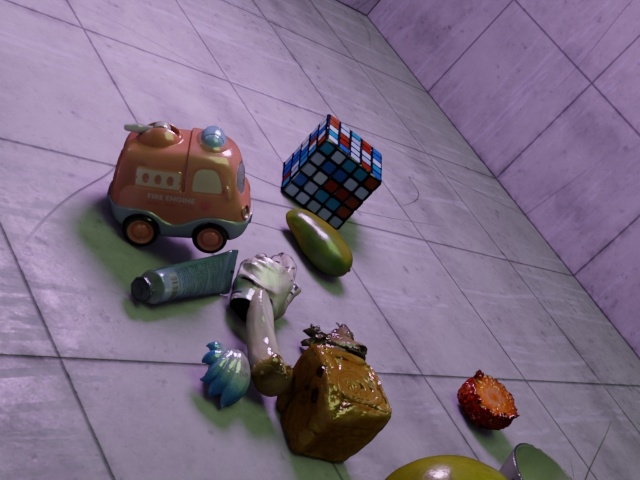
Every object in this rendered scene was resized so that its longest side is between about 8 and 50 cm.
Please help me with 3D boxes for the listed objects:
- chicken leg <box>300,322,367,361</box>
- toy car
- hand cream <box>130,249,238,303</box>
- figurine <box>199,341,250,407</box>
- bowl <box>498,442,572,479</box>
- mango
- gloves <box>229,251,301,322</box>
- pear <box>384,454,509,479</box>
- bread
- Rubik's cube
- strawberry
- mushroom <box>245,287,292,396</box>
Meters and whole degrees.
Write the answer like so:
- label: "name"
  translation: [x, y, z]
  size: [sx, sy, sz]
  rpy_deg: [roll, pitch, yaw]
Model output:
- label: "chicken leg"
  translation: [0.037, 0.211, 2.045]
  size: [0.125, 0.080, 0.196]
  rpy_deg: [38, 19, 22]
- label: "toy car"
  translation: [-0.251, -0.114, 1.898]
  size: [0.270, 0.212, 0.180]
  rpy_deg: [7, 31, -6]
- label: "hand cream"
  translation: [-0.235, 0.072, 1.847]
  size: [0.058, 0.091, 0.271]
  rpy_deg: [18, 14, 28]
- label: "figurine"
  translation: [-0.157, 0.229, 1.712]
  size: [0.114, 0.079, 0.114]
  rpy_deg: [19, 68, -60]
- label: "bowl"
  translation: [0.432, 0.528, 2.090]
  size: [0.211, 0.112, 0.211]
  rpy_deg: [36, 23, -18]
- label: "mango"
  translation: [0.003, 0.002, 2.337]
  size: [0.122, 0.085, 0.191]
  rpy_deg: [4, 45, -52]
- label: "gloves"
  translation: [-0.100, 0.077, 2.002]
  size: [0.127, 0.111, 0.212]
  rpy_deg: [25, 44, 2]
- label: "pear"
  translation: [0.206, 0.467, 1.671]
  size: [0.253, 0.253, 0.307]
  rpy_deg: [51, 12, 17]
- label: "bread"
  translation: [0.019, 0.286, 1.801]
  size: [0.158, 0.143, 0.149]
  rpy_deg: [16, 35, -41]
- label: "Rubik's cube"
  translation: [0.030, -0.170, 2.554]
  size: [0.187, 0.182, 0.184]
  rpy_deg: [36, 23, -17]
- label: "strawberry"
  translation: [0.371, 0.365, 2.305]
  size: [0.145, 0.086, 0.145]
  rpy_deg: [36, 22, -17]
- label: "mushroom"
  translation: [-0.100, 0.175, 1.820]
  size: [0.084, 0.071, 0.209]
  rpy_deg: [54, 15, -44]
